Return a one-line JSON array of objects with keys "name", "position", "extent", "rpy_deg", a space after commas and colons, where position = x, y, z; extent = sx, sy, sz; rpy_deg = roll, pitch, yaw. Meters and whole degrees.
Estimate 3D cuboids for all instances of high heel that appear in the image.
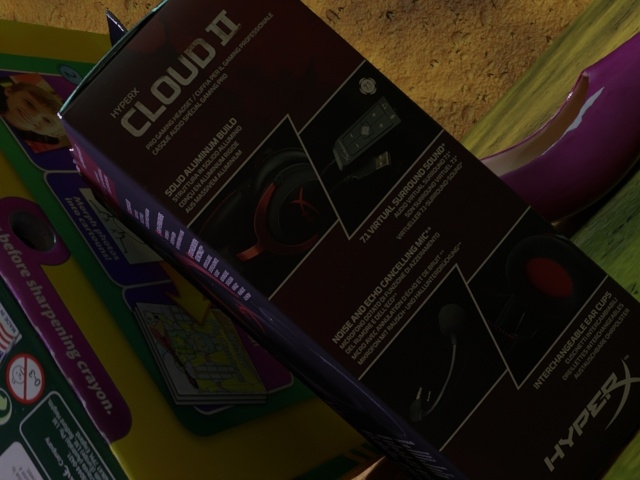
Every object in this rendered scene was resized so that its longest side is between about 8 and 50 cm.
[{"name": "high heel", "position": [0.129, -0.075, 0.873], "extent": [0.377, 0.181, 0.127], "rpy_deg": [-49, 1, 5]}]

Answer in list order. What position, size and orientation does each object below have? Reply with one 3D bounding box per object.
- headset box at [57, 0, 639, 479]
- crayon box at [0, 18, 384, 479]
[{"name": "headset box", "position": [0.000, 0.000, 0.549], "extent": [0.110, 0.293, 0.218], "rpy_deg": [-49, 1, -10]}, {"name": "crayon box", "position": [-0.127, 0.021, 0.712], "extent": [0.106, 0.363, 0.313], "rpy_deg": [-44, -17, 24]}]
